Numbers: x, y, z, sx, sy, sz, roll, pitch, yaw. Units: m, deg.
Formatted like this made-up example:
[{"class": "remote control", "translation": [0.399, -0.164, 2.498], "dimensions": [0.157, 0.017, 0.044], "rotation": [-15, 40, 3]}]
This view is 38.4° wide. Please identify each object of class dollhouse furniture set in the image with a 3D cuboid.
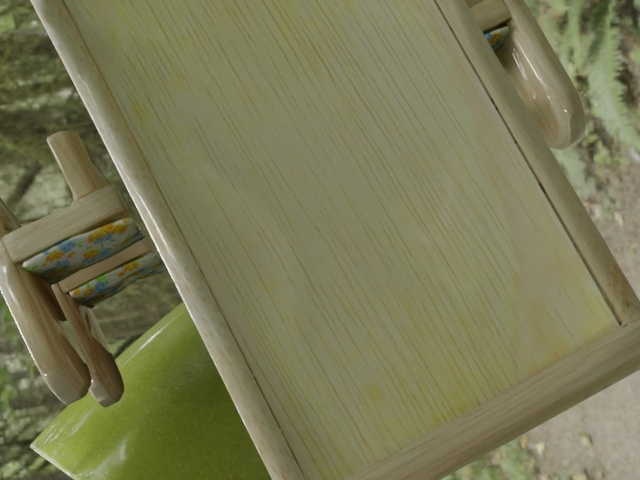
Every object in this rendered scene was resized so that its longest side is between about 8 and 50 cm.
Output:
[{"class": "dollhouse furniture set", "translation": [0.000, 0.000, 0.546], "dimensions": [0.257, 0.362, 0.394], "rotation": [62, 174, 8]}]

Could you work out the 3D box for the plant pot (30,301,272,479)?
[{"class": "plant pot", "translation": [-0.066, 0.148, 0.861], "dimensions": [0.294, 0.274, 0.275], "rotation": [-55, -9, -20]}]
